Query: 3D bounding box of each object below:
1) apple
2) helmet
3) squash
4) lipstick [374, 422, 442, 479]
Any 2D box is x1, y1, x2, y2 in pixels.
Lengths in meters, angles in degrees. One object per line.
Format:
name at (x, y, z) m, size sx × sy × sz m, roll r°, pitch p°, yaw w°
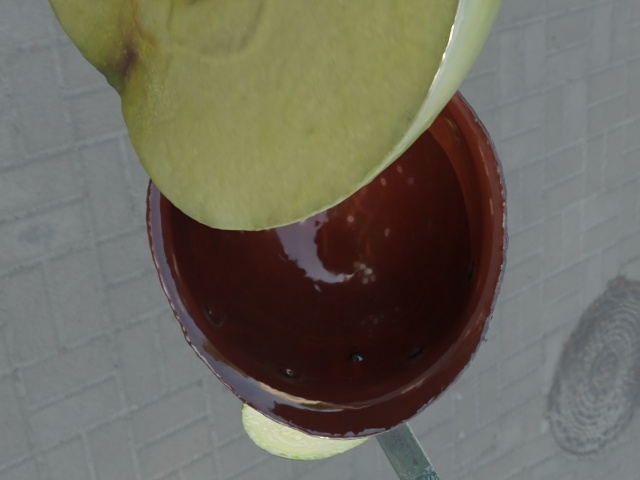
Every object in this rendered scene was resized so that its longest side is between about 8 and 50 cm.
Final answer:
apple at (-0.057, -0.199, 0.561) m, size 0.312 × 0.360 × 0.320 m, roll 19°, pitch 57°, yaw -16°
helmet at (0.011, -0.017, 0.983) m, size 0.338 × 0.230 × 0.384 m, roll -14°, pitch 100°, yaw 2°
squash at (-0.013, 0.274, 1.585) m, size 0.252 × 0.049 × 0.252 m, roll -4°, pitch 130°, yaw -4°
lipstick at (0.132, 0.352, 1.707) m, size 0.066 × 0.317 × 0.068 m, roll -29°, pitch 148°, yaw -4°
